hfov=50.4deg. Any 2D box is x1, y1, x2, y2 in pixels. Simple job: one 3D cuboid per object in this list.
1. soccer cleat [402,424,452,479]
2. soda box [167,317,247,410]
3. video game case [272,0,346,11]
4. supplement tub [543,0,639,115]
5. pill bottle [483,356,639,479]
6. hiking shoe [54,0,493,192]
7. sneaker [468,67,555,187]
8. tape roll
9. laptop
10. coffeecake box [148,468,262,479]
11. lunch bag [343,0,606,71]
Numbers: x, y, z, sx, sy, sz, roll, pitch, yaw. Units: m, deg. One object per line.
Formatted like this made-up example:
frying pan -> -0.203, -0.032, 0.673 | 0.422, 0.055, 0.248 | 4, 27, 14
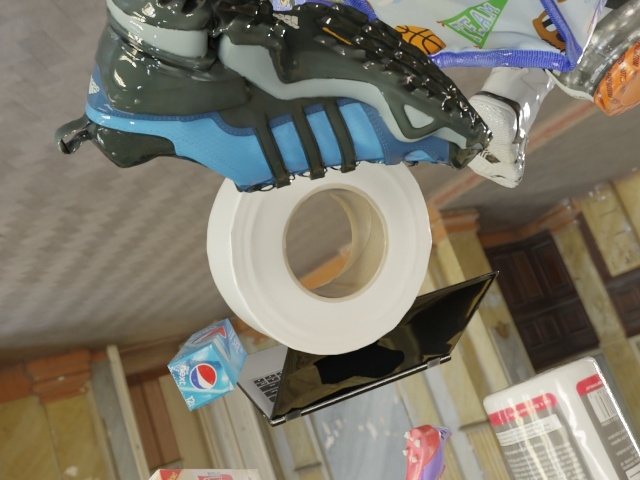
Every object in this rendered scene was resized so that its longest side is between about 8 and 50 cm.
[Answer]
soccer cleat -> 0.205, 0.486, 1.359 | 0.095, 0.247, 0.083 | 2, -169, -23
soda box -> -0.159, 0.174, 0.990 | 0.067, 0.071, 0.210 | -26, -176, -1
video game case -> 0.060, -0.275, 0.774 | 0.244, 0.061, 0.269 | -9, 124, -41
supplement tub -> 0.416, -0.376, 1.098 | 0.207, 0.338, 0.207 | -28, 157, -13
pill bottle -> 0.374, 0.341, 0.961 | 0.176, 0.318, 0.176 | -20, 164, -6
hiking shoe -> -0.014, -0.093, 0.477 | 0.304, 0.113, 0.132 | 11, 131, -33
sneaker -> 0.408, -0.260, 1.438 | 0.210, 0.137, 0.366 | -57, 156, -7
tape roll -> 0.000, 0.000, 0.887 | 0.286, 0.286, 0.100 | -14, -171, -24
laptop -> 0.048, 0.155, 1.247 | 0.382, 0.236, 0.408 | -14, -161, -24
coffeecake box -> -0.099, 0.334, 0.707 | 0.142, 0.185, 0.068 | 19, 117, -45
lunch bag -> 0.094, -0.374, 0.523 | 0.239, 0.327, 0.385 | 11, 158, 47
